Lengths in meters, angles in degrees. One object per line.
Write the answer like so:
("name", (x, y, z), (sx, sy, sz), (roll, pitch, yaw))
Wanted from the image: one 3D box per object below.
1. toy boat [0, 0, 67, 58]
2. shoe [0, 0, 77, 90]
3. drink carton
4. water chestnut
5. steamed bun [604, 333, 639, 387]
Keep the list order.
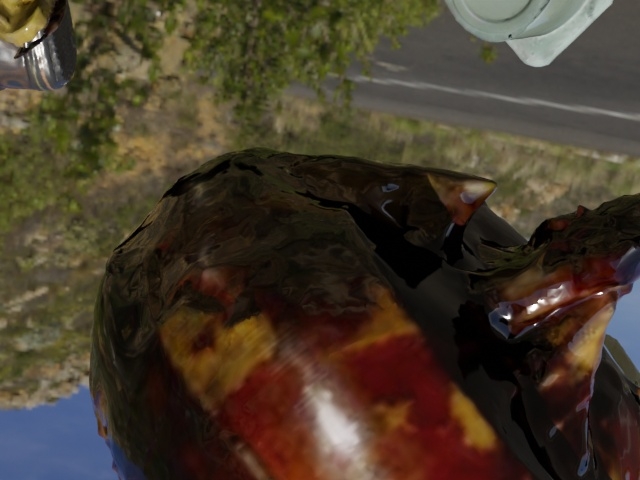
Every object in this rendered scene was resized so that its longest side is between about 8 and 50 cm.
("toy boat", (-0.216, -0.347, 0.752), (0.162, 0.445, 0.136), (-15, 138, 25))
("shoe", (-0.519, -0.398, 1.368), (0.237, 0.384, 0.171), (-4, -143, 1))
("drink carton", (0.254, -0.340, 1.171), (0.185, 0.191, 0.190), (55, -147, 12))
("water chestnut", (0.045, 0.071, 0.430), (0.300, 0.300, 0.300), (11, -171, -2))
("steamed bun", (0.320, 0.190, 1.174), (0.170, 0.152, 0.238), (-24, -171, 19))
